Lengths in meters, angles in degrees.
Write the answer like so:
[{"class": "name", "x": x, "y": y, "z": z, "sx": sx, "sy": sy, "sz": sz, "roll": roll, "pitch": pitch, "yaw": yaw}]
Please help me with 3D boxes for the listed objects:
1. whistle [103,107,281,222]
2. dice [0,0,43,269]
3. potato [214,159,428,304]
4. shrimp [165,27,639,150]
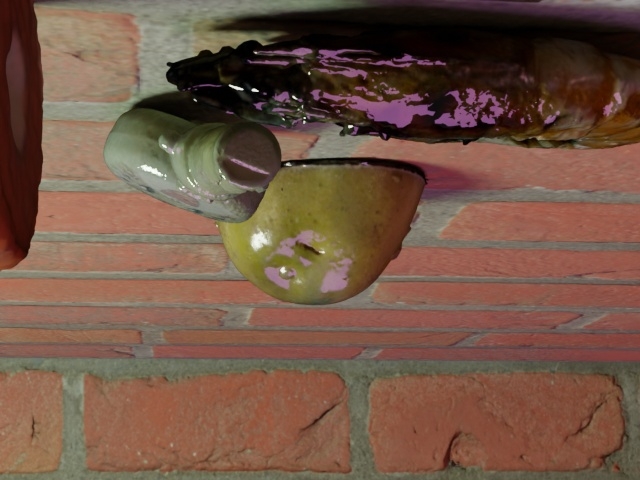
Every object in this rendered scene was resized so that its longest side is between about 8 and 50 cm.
[{"class": "whistle", "x": -0.085, "y": -0.058, "z": 0.993, "sx": 0.126, "sy": 0.067, "sz": 0.258, "roll": 23, "pitch": 174, "yaw": -17}, {"class": "dice", "x": -0.245, "y": -0.074, "z": 0.728, "sx": 0.179, "sy": 0.174, "sz": 0.175, "roll": 0, "pitch": 170, "yaw": -6}, {"class": "potato", "x": 0.000, "y": 0.000, "z": 1.262, "sx": 0.202, "sy": 0.117, "sz": 0.182, "roll": -3, "pitch": 165, "yaw": 17}, {"class": "shrimp", "x": 0.071, "y": -0.093, "z": 0.941, "sx": 0.364, "sy": 0.071, "sz": 0.233, "roll": 1, "pitch": 175, "yaw": -13}]
